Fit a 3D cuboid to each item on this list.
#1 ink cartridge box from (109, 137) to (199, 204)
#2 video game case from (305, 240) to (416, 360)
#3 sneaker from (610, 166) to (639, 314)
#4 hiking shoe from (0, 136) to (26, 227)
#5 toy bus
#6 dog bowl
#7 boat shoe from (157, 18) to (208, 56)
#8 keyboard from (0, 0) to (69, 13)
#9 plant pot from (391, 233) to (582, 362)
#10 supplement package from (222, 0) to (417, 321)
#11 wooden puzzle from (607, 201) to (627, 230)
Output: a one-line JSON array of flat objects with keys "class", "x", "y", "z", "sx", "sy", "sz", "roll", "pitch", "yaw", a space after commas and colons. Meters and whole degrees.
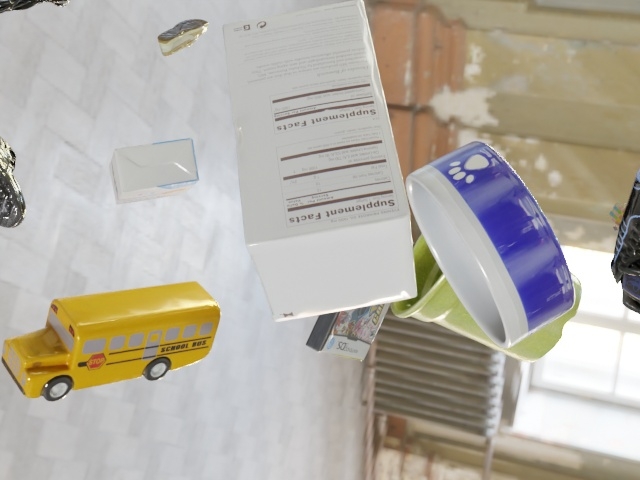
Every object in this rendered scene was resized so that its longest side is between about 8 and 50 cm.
[{"class": "ink cartridge box", "x": -0.234, "y": -0.092, "z": 1.343, "sx": 0.181, "sy": 0.104, "sz": 0.062, "roll": 166, "pitch": -86, "yaw": -75}, {"class": "video game case", "x": 0.088, "y": 0.103, "z": 1.935, "sx": 0.275, "sy": 0.035, "sz": 0.248, "roll": -65, "pitch": 155, "yaw": 0}, {"class": "sneaker", "x": 0.298, "y": 0.004, "z": 0.846, "sx": 0.090, "sy": 0.081, "sz": 0.232, "roll": -58, "pitch": 154, "yaw": -7}, {"class": "hiking shoe", "x": -0.520, "y": -0.119, "z": 1.561, "sx": 0.086, "sy": 0.227, "sz": 0.114, "roll": -38, "pitch": 166, "yaw": 20}, {"class": "toy bus", "x": -0.332, "y": 0.156, "z": 1.563, "sx": 0.332, "sy": 0.108, "sz": 0.130, "roll": -6, "pitch": 126, "yaw": -41}, {"class": "dog bowl", "x": 0.222, "y": 0.004, "z": 1.294, "sx": 0.265, "sy": 0.104, "sz": 0.265, "roll": 60, "pitch": -4, "yaw": 7}, {"class": "boat shoe", "x": -0.289, "y": -0.427, "z": 2.041, "sx": 0.135, "sy": 0.050, "sz": 0.045, "roll": -35, "pitch": 141, "yaw": -37}, {"class": "keyboard", "x": -0.428, "y": -0.421, "z": 1.431, "sx": 0.317, "sy": 0.033, "sz": 0.202, "roll": -33, "pitch": 154, "yaw": -48}, {"class": "plant pot", "x": 0.303, "y": 0.077, "z": 1.701, "sx": 0.276, "sy": 0.253, "sz": 0.276, "roll": -55, "pitch": -170, "yaw": 14}, {"class": "supplement package", "x": -0.002, "y": -0.072, "z": 0.867, "sx": 0.139, "sy": 0.133, "sz": 0.244, "roll": 76, "pitch": 4, "yaw": -58}, {"class": "wooden puzzle", "x": 0.590, "y": -0.045, "z": 1.899, "sx": 0.006, "sy": 0.049, "sz": 0.083, "roll": -34, "pitch": 159, "yaw": -25}]
